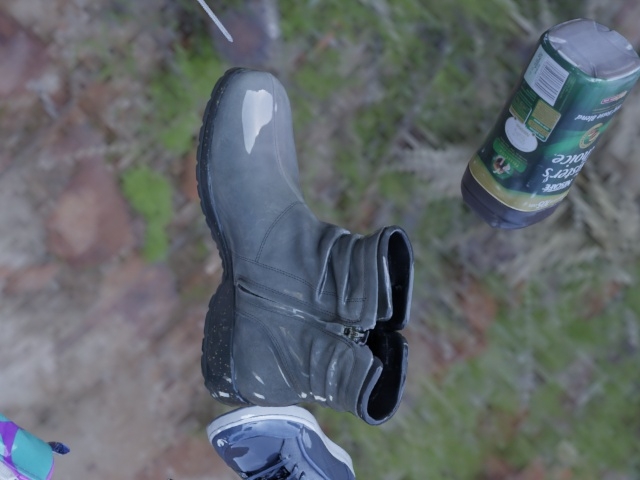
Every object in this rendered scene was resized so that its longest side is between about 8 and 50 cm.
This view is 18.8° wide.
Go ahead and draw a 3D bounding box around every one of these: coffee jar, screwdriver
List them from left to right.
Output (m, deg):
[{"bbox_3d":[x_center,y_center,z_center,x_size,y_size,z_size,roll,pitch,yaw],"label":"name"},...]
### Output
[{"bbox_3d":[-0.123,-0.232,1.765,0.025,0.024,0.170,-44,136,-11],"label":"screwdriver"},{"bbox_3d":[0.193,-0.094,1.639,0.096,0.079,0.184,-23,150,-45],"label":"coffee jar"}]

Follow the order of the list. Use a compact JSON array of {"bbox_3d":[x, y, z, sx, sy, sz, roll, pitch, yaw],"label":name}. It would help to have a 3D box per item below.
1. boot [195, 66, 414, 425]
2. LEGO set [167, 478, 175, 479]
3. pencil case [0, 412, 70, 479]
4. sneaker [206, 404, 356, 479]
[{"bbox_3d":[0.000,0.000,1.307,0.083,0.161,0.246,2,86,-48],"label":"boot"},{"bbox_3d":[-0.087,0.156,0.970,0.083,0.023,0.054,-56,169,-35],"label":"LEGO set"},{"bbox_3d":[-0.184,0.074,0.850,0.152,0.070,0.064,45,61,-25],"label":"pencil case"},{"bbox_3d":[-0.015,0.246,1.741,0.086,0.163,0.226,-27,145,18],"label":"sneaker"}]
